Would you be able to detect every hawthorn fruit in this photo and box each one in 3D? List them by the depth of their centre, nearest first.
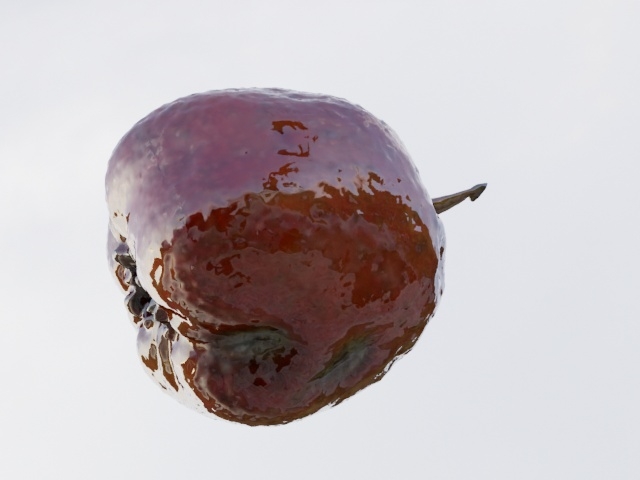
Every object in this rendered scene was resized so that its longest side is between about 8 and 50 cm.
[{"bbox_3d":[0.000,0.000,1.024,0.243,0.207,0.207,-16,-38,-20],"label":"hawthorn fruit"}]
